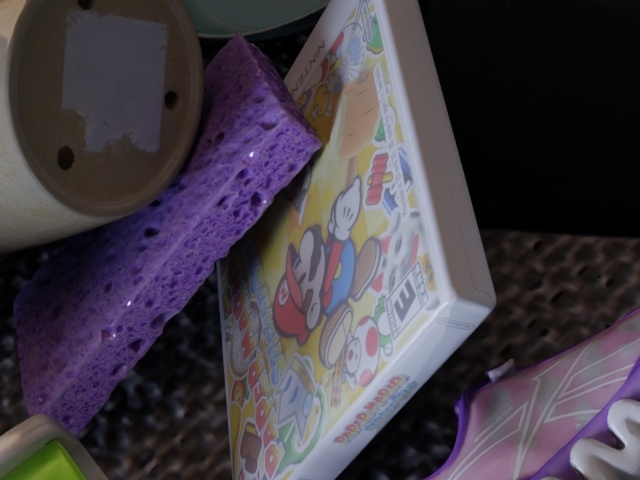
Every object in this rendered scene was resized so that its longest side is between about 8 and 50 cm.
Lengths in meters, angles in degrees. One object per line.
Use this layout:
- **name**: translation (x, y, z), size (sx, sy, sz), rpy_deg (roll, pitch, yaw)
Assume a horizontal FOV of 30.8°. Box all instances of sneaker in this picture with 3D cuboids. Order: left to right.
- **sneaker**: translation (0.118, 0.079, 0.525), size (0.236, 0.095, 0.104), rpy_deg (-45, 45, -17)

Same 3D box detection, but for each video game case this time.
- **video game case**: translation (0.000, 0.000, 0.570), size (0.026, 0.206, 0.227), rpy_deg (13, 46, -24)

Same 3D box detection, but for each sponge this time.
- **sponge**: translation (-0.088, -0.006, 0.620), size (0.210, 0.031, 0.117), rpy_deg (-48, 32, 12)

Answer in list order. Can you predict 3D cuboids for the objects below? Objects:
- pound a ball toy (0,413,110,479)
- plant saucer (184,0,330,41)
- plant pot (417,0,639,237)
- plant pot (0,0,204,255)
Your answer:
- **pound a ball toy**: translation (-0.177, 0.255, 0.477), size (0.319, 0.136, 0.208), rpy_deg (-37, 76, -12)
- **plant saucer**: translation (0.005, -0.262, 0.806), size (0.318, 0.044, 0.317), rpy_deg (-20, 51, 27)
- **plant pot**: translation (0.141, -0.127, 0.626), size (0.187, 0.167, 0.188), rpy_deg (4, 54, 21)
- **plant pot**: translation (-0.205, -0.090, 0.623), size (0.274, 0.256, 0.256), rpy_deg (8, 55, 36)
